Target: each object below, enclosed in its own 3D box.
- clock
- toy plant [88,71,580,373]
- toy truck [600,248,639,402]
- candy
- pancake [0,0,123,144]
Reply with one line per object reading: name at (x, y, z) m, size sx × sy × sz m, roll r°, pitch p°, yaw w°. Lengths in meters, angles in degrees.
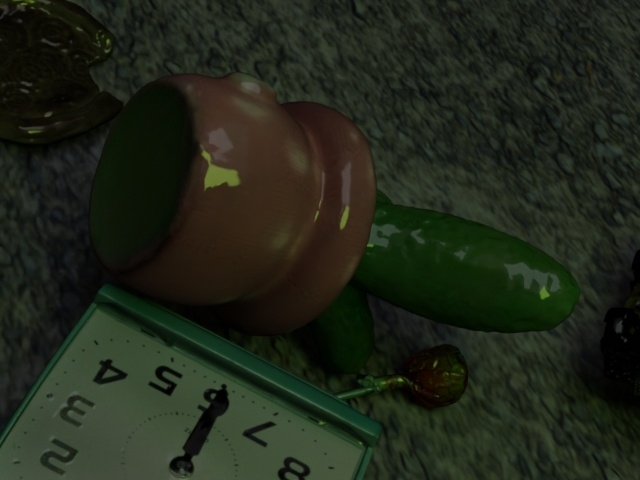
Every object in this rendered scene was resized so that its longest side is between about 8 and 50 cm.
clock at (-0.114, 0.190, 1.017) m, size 0.262 × 0.116 × 0.231 m, roll 27°, pitch 49°, yaw 2°
toy plant at (-0.003, -0.005, 1.109) m, size 0.356 × 0.210 × 0.317 m, roll 25°, pitch -3°, yaw -37°
toy truck at (0.368, 0.086, 1.305) m, size 0.127 × 0.127 × 0.257 m, roll 12°, pitch 27°, yaw 24°
candy at (0.046, 0.138, 1.180) m, size 0.201 × 0.060 × 0.060 m, roll -10°, pitch 54°, yaw -22°
pancake at (-0.305, -0.182, 1.319) m, size 0.212 × 0.029 × 0.235 m, roll -1°, pitch 49°, yaw -24°
